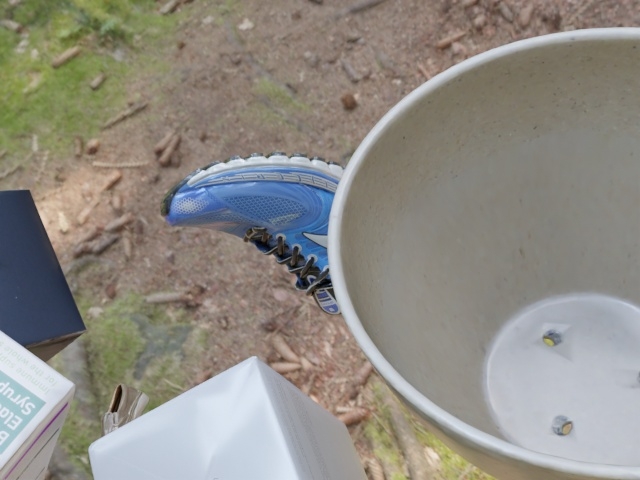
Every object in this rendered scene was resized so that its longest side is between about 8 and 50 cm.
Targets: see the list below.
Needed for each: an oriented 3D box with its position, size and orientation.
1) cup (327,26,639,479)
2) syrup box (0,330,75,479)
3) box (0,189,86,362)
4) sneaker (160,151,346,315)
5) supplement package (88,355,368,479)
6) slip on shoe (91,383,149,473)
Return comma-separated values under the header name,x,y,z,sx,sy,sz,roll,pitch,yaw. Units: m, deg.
name,x,y,z,sx,sy,sz,roll,pitch,yaw
cup,0.190,0.050,0.539,0.331,0.237,0.331,-8,51,10
syrup box,-0.225,0.133,0.463,0.093,0.237,0.096,36,52,-1
box,-0.338,0.067,0.722,0.207,0.108,0.153,-32,78,37
sneaker,0.000,0.000,0.788,0.130,0.330,0.147,165,113,-69
supplement package,-0.042,0.231,0.584,0.149,0.203,0.194,-28,57,6
slip on shoe,-0.256,0.231,0.948,0.051,0.041,0.135,-35,19,31
